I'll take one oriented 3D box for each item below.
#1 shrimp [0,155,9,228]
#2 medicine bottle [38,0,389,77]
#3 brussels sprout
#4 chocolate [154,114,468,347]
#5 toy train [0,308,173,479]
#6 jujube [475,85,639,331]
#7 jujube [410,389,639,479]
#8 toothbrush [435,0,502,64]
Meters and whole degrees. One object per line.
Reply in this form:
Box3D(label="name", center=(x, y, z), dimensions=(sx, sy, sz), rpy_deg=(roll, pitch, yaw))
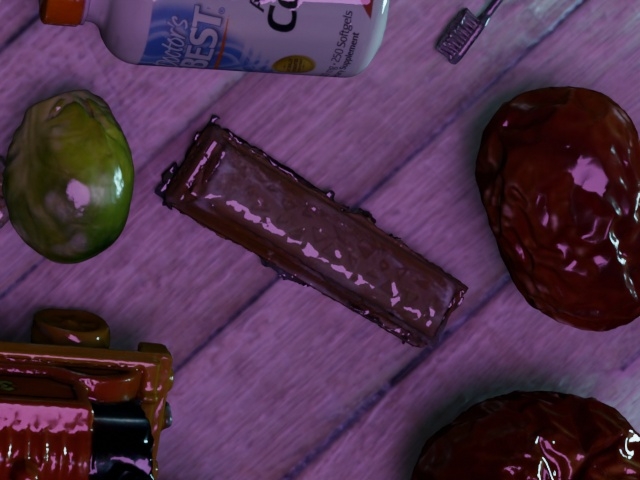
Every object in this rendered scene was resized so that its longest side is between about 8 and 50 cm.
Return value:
Box3D(label="shrimp", center=(-0.354, -0.047, 1.417), dimensions=(0.161, 0.034, 0.091), rpy_deg=(-4, 97, -21))
Box3D(label="medicine bottle", center=(-0.095, -0.226, 1.359), dimensions=(0.288, 0.157, 0.157), rpy_deg=(1, 107, -17))
Box3D(label="brussels sprout", center=(-0.223, -0.055, 1.390), dimensions=(0.117, 0.155, 0.155), rpy_deg=(-15, 111, -10))
Box3D(label="chocolate", center=(0.000, 0.004, 1.515), dimensions=(0.329, 0.065, 0.102), rpy_deg=(31, 98, -21))
Box3D(label="toy train", center=(-0.307, 0.165, 1.390), dimensions=(0.369, 0.231, 0.163), rpy_deg=(6, 107, -19))
Box3D(label="jujube", center=(0.246, -0.031, 1.518), dimensions=(0.174, 0.174, 0.250), rpy_deg=(-32, 118, -4))
Box3D(label="jujube", center=(0.209, 0.254, 1.591), dimensions=(0.232, 0.213, 0.213), rpy_deg=(-4, 109, -20))
Box3D(label="toothbrush", center=(0.212, -0.305, 1.495), dimensions=(0.031, 0.023, 0.321), rpy_deg=(33, 97, -26))
